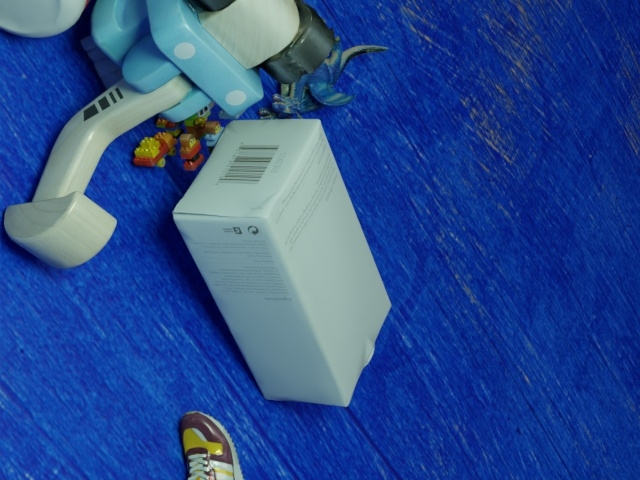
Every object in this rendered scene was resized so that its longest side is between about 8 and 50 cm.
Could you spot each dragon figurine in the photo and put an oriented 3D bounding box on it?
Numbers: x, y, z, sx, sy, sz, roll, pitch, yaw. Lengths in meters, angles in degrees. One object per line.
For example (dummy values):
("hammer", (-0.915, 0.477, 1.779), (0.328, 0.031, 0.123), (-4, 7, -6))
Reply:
("dragon figurine", (0.000, -0.254, 2.273), (0.289, 0.085, 0.144), (-10, 88, -47))

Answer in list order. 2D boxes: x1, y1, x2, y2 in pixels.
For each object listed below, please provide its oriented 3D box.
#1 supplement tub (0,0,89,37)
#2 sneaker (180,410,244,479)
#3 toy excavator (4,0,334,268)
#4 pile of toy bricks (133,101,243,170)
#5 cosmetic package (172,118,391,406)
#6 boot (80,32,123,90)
("supplement tub", (-0.351, -0.416, 1.817), (0.191, 0.191, 0.272), (49, 46, -29))
("sneaker", (-0.155, 0.328, 1.910), (0.084, 0.070, 0.185), (-36, 105, -55))
("toy excavator", (-0.221, -0.217, 1.818), (0.222, 0.445, 0.433), (40, 28, -43))
("pile of toy bricks", (-0.187, -0.192, 1.991), (0.212, 0.118, 0.105), (-53, 138, -46))
("cosmetic package", (-0.043, 0.036, 1.993), (0.217, 0.156, 0.385), (-62, 144, -41))
("boot", (-0.228, -0.303, 1.994), (0.258, 0.095, 0.123), (-43, 111, -39))
